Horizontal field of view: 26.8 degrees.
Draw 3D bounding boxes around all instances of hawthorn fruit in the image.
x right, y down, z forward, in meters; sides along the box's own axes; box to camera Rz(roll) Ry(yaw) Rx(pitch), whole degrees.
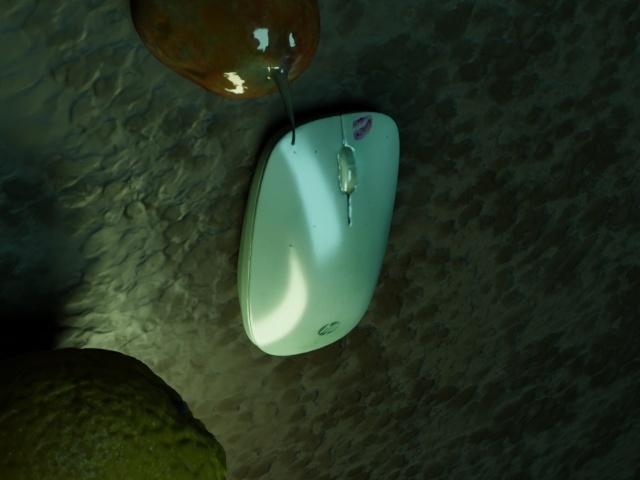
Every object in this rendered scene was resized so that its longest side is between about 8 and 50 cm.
[{"bbox_3d":[-0.053,-0.175,1.043,0.149,0.189,0.149,-52,165,-21],"label":"hawthorn fruit"}]

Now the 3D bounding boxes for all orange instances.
[{"bbox_3d":[-0.256,0.266,1.226,0.357,0.322,0.322,-38,144,-12],"label":"orange"}]

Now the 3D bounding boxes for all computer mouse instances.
[{"bbox_3d":[0.003,0.005,1.335,0.159,0.097,0.288,-10,136,-27],"label":"computer mouse"}]
